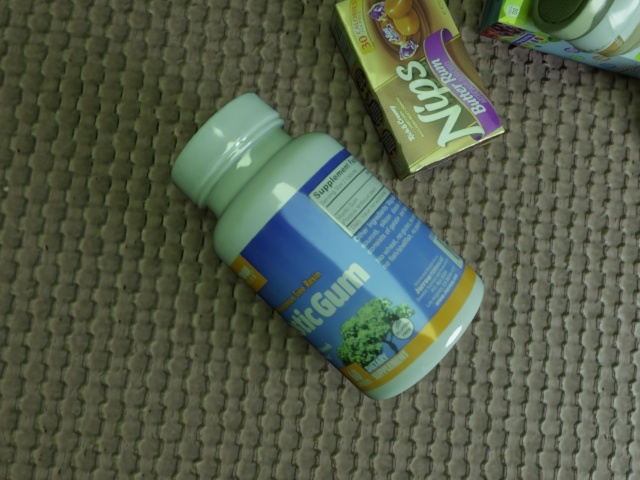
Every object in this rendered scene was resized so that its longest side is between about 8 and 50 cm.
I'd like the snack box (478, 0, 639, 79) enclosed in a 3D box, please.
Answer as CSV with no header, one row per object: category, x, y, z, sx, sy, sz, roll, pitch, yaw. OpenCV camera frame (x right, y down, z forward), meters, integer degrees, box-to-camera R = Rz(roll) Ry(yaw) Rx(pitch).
snack box,0.293,-0.278,0.606,0.207,0.070,0.175,13,97,-5

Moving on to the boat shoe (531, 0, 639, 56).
boat shoe,0.305,-0.310,0.503,0.103,0.113,0.302,13,120,-26

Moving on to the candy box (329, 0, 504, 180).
candy box,0.097,-0.169,0.604,0.109,0.053,0.187,-23,87,-6

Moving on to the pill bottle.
pill bottle,0.000,0.000,0.532,0.272,0.152,0.152,43,84,-1
